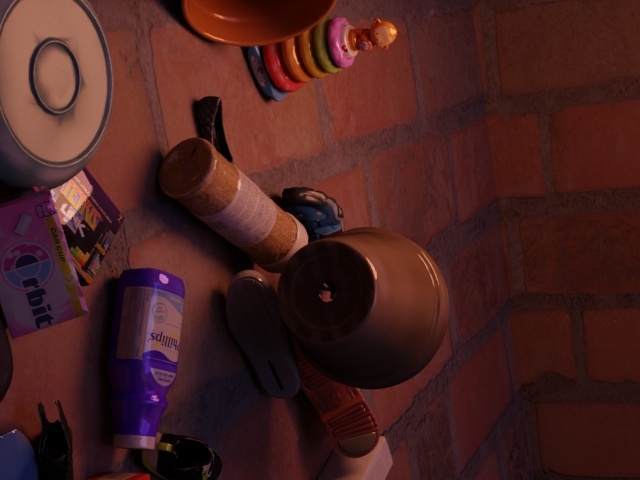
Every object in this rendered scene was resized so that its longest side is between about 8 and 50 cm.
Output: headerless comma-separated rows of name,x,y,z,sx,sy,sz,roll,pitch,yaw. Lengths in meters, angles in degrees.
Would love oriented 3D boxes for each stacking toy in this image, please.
stacking toy,0.016,-0.402,1.938,0.165,0.302,0.175,-61,139,-47

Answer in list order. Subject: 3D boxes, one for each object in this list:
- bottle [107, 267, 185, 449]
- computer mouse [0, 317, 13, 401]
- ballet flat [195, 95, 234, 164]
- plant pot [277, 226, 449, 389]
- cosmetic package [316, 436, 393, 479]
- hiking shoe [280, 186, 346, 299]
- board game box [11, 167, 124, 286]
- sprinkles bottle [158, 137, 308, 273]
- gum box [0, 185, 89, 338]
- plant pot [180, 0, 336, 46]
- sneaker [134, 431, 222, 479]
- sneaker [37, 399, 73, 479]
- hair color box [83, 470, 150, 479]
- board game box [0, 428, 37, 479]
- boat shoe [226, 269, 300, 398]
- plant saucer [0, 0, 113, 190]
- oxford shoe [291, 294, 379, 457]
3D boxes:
bottle,-0.283,0.190,1.503,0.118,0.092,0.282,32,58,-59
computer mouse,-0.471,0.117,1.188,0.184,0.060,0.262,-30,113,-61
ballet flat,-0.192,-0.188,1.780,0.057,0.049,0.173,-46,127,-54
plant pot,0.056,0.116,1.778,0.280,0.323,0.323,25,64,-67
cosmetic package,0.067,0.537,2.102,0.231,0.117,0.085,-51,129,-52
hiking shoe,0.000,0.000,2.053,0.304,0.113,0.132,52,42,-47
board game box,-0.378,-0.037,1.404,0.170,0.048,0.141,59,39,-41
sprinkles bottle,-0.154,-0.057,1.757,0.355,0.121,0.121,42,50,-53
gum box,-0.398,0.025,1.282,0.107,0.062,0.188,-19,108,-19
plant pot,-0.124,-0.527,1.746,0.291,0.291,0.203,31,43,-58
sneaker,-0.218,0.379,1.594,0.235,0.097,0.084,37,54,-55
sneaker,-0.373,0.312,1.322,0.089,0.051,0.170,121,-34,-75
hair color box,-0.303,0.441,1.429,0.053,0.093,0.167,-9,93,-62
board game box,-0.446,0.329,1.239,0.169,0.033,0.133,-22,112,-59
boat shoe,-0.112,0.176,1.851,0.094,0.109,0.302,-91,168,-59
plant saucer,-0.376,-0.224,1.292,0.318,0.044,0.317,3,90,-66
oxford shoe,0.003,0.278,2.046,0.146,0.141,0.396,-139,-151,-76
